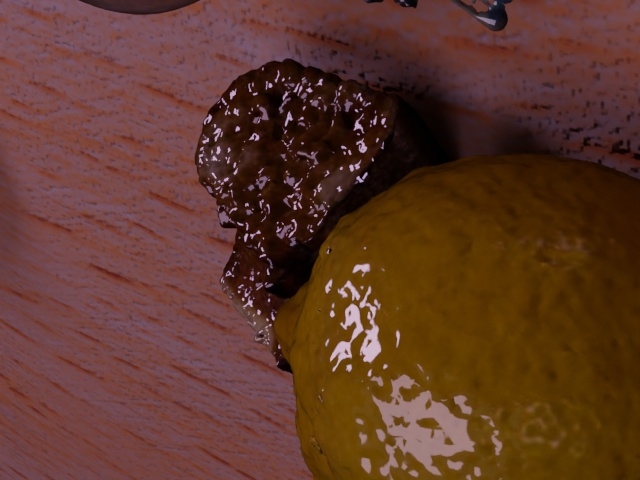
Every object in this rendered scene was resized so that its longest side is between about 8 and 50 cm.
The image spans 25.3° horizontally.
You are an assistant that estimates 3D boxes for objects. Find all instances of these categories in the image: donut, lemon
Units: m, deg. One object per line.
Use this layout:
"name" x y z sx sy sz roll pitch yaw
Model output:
"donut" 0.006 0.001 0.781 0.126 0.144 0.186 34 174 33
"lemon" 0.090 0.055 0.646 0.231 0.192 0.192 6 137 8

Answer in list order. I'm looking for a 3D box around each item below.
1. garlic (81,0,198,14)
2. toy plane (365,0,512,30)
"garlic" -0.132 -0.196 0.692 0.266 0.128 0.148 21 121 10
"toy plane" 0.049 -0.205 0.519 0.192 0.088 0.262 11 116 -2
